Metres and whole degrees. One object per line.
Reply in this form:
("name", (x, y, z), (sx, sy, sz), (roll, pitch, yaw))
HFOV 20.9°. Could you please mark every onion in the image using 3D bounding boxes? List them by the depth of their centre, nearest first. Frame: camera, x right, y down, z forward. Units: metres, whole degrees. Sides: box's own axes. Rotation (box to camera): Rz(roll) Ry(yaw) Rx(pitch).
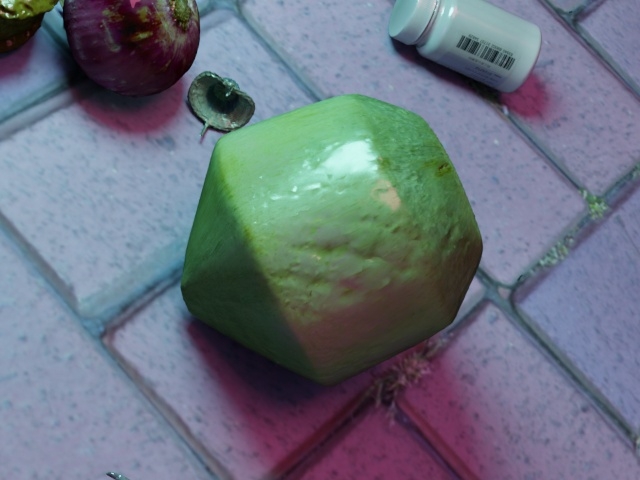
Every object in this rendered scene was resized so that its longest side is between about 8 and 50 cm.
("onion", (-0.218, -0.251, 1.989), (0.177, 0.153, 0.177), (41, 26, -25))

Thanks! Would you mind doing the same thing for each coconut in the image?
("coconut", (0.000, 0.000, 1.865), (0.328, 0.281, 0.328), (0, 87, 2))

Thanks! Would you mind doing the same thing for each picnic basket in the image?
("picnic basket", (-0.118, -0.162, 2.049), (0.083, 0.065, 0.083), (34, 24, -13))

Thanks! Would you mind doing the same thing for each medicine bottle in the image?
("medicine bottle", (0.192, -0.274, 2.300), (0.187, 0.103, 0.102), (21, 49, -18))

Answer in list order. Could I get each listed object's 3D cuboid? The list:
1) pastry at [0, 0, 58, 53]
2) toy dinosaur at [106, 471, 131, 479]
("pastry", (-0.382, -0.300, 1.945), (0.189, 0.103, 0.188), (17, 50, -22))
("toy dinosaur", (-0.118, 0.280, 1.539), (0.209, 0.039, 0.082), (46, 48, 5))
